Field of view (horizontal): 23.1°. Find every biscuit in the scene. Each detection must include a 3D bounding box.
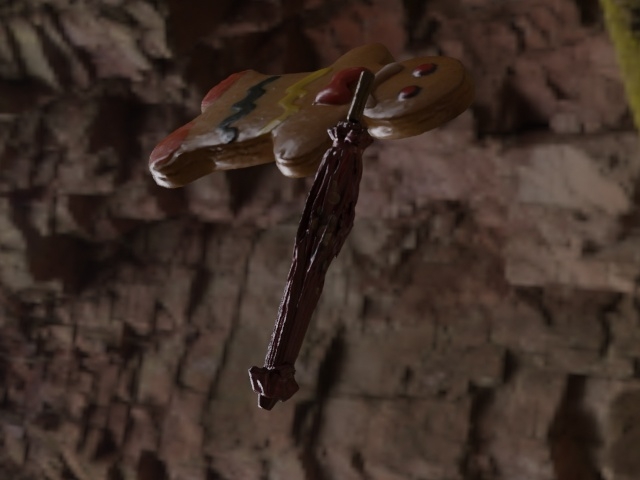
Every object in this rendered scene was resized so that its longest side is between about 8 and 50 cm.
[{"bbox_3d":[-0.003,-0.101,1.161,0.165,0.250,0.036,-55,-49,-44],"label":"biscuit"}]

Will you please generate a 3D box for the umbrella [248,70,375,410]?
[{"bbox_3d":[0.000,0.000,0.732,0.027,0.025,0.165,39,-112,-82],"label":"umbrella"}]
